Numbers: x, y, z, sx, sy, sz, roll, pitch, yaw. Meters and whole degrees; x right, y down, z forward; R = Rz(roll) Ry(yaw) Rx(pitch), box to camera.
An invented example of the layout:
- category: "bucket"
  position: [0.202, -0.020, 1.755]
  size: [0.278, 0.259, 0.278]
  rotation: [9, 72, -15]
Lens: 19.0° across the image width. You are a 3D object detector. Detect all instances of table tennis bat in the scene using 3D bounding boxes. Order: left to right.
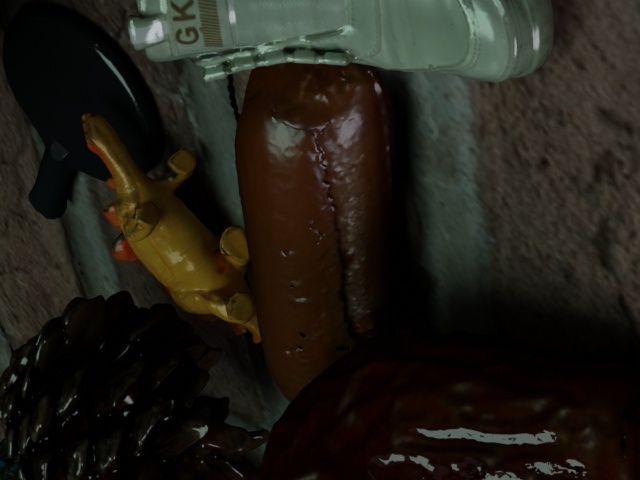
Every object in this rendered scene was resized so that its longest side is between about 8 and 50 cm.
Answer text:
- category: "table tennis bat"
  position: [-0.190, -0.086, 1.456]
  size: [0.150, 0.027, 0.236]
  rotation: [41, 148, 8]

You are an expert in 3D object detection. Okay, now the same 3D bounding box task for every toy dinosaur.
- category: "toy dinosaur"
  position: [-0.091, 0.022, 1.419]
  size: [0.288, 0.070, 0.117]
  rotation: [52, 158, -15]

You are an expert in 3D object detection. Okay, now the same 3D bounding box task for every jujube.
- category: "jujube"
  position: [0.090, 0.149, 1.210]
  size: [0.290, 0.197, 0.197]
  rotation: [-12, 117, 38]

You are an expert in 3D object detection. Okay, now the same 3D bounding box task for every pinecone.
- category: "pinecone"
  position: [-0.143, 0.142, 1.436]
  size: [0.204, 0.179, 0.184]
  rotation: [39, -168, 34]

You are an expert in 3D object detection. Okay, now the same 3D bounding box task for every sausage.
- category: "sausage"
  position: [0.000, 0.000, 1.259]
  size: [0.102, 0.102, 0.330]
  rotation: [28, 144, 28]

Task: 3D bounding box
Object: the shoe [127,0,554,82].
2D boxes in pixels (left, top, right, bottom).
- category: "shoe"
  position: [-0.033, -0.147, 1.070]
  size: [0.316, 0.159, 0.124]
  rotation: [28, 143, 33]

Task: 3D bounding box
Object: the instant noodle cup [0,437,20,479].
- category: "instant noodle cup"
  position: [-0.204, 0.292, 1.733]
  size: [0.178, 0.240, 0.240]
  rotation: [18, 139, 28]
